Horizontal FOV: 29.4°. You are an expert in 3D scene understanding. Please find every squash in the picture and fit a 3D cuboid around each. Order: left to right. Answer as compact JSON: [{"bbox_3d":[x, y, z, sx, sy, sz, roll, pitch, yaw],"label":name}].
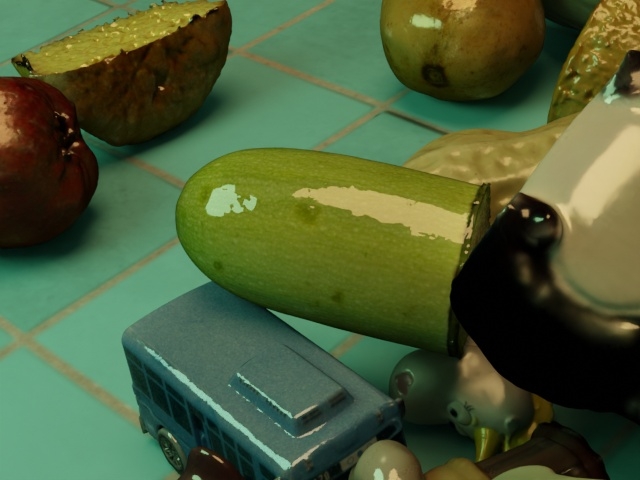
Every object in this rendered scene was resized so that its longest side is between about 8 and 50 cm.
[{"bbox_3d":[0.000,0.000,0.921,0.247,0.132,0.132,11,40,16],"label":"squash"}]

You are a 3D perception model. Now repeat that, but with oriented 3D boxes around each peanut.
[{"bbox_3d":[0.176,-0.035,1.083,0.313,0.152,0.152,-16,36,-3],"label":"peanut"}]

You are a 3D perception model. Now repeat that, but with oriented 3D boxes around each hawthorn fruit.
[{"bbox_3d":[-0.335,-0.069,1.225,0.202,0.185,0.185,-21,35,8],"label":"hawthorn fruit"}]

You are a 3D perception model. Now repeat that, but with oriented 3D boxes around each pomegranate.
[{"bbox_3d":[0.159,-0.248,1.360,0.196,0.196,0.196,-5,36,4],"label":"pomegranate"}]

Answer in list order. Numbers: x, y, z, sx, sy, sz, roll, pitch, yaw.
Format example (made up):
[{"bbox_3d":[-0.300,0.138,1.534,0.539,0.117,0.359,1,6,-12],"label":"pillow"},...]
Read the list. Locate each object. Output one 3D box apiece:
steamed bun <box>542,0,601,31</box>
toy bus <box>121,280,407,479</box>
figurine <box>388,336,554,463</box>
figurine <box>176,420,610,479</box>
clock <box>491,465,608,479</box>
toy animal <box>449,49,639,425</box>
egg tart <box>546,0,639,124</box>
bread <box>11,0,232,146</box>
[{"bbox_3d":[0.358,-0.354,1.417,0.247,0.236,0.383,22,39,6],"label":"steamed bun"},{"bbox_3d":[-0.041,0.134,0.911,0.116,0.134,0.234,-28,39,-28],"label":"toy bus"},{"bbox_3d":[0.122,0.100,0.970,0.129,0.109,0.178,10,46,2],"label":"figurine"},{"bbox_3d":[-0.003,0.213,0.741,0.365,0.218,0.206,-26,37,-33],"label":"figurine"},{"bbox_3d":[0.222,0.256,0.610,0.324,0.265,0.108,3,0,7],"label":"clock"},{"bbox_3d":[0.260,0.046,0.750,0.310,0.251,0.251,39,51,11],"label":"toy animal"},{"bbox_3d":[0.331,-0.150,1.200,0.147,0.202,0.202,28,48,21],"label":"egg tart"},{"bbox_3d":[-0.213,-0.182,1.384,0.260,0.134,0.129,-23,28,-27],"label":"bread"}]
